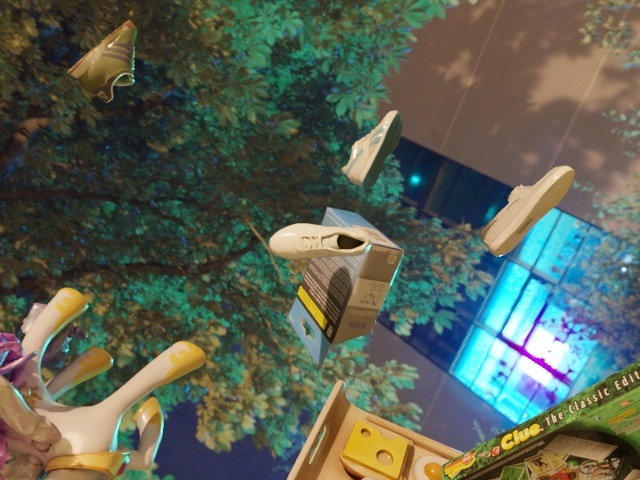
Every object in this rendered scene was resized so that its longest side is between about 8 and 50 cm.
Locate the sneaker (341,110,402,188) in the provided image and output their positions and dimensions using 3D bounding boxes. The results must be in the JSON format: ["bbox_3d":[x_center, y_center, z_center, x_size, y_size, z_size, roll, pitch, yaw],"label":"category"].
[{"bbox_3d":[0.141,-0.254,1.421,0.229,0.092,0.087,-59,-34,-8],"label":"sneaker"}]

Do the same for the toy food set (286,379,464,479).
[{"bbox_3d":[0.127,0.317,0.702,0.220,0.306,0.092,-52,-21,-55],"label":"toy food set"}]

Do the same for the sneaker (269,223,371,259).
[{"bbox_3d":[0.000,0.000,0.774,0.061,0.152,0.054,153,115,-89],"label":"sneaker"}]

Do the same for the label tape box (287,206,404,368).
[{"bbox_3d":[0.051,0.117,1.330,0.105,0.240,0.334,11,-71,-28],"label":"label tape box"}]

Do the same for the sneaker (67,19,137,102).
[{"bbox_3d":[-0.377,-0.325,0.980,0.086,0.064,0.192,49,-140,-28],"label":"sneaker"}]

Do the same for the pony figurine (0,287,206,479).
[{"bbox_3d":[-0.335,0.205,0.601,0.303,0.350,0.363,-60,7,24],"label":"pony figurine"}]

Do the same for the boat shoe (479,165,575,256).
[{"bbox_3d":[0.337,-0.057,0.883,0.066,0.063,0.184,3,-50,-40],"label":"boat shoe"}]

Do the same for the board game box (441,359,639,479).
[{"bbox_3d":[0.241,0.177,0.429,0.259,0.136,0.030,-41,10,26],"label":"board game box"}]
